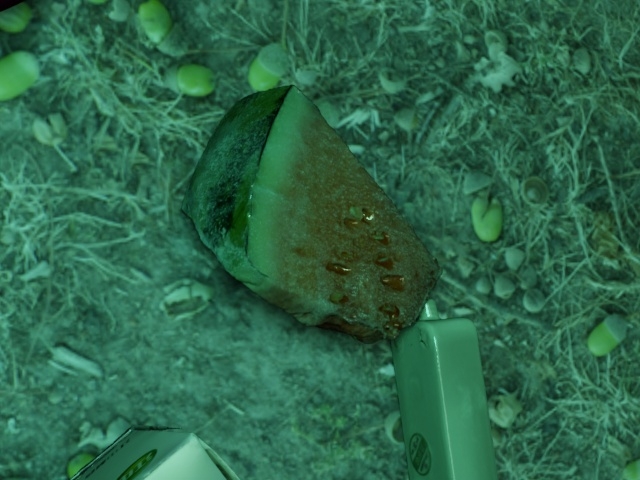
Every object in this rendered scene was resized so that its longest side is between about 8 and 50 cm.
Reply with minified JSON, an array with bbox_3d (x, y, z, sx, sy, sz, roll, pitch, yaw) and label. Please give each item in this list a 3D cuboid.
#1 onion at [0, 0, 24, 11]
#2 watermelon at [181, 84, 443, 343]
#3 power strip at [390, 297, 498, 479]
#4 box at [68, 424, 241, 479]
[{"bbox_3d":[-0.318,-0.377,1.147,0.398,0.420,0.398,9,72,-29],"label":"onion"},{"bbox_3d":[0.000,0.000,1.410,0.256,0.140,0.193,34,67,-27],"label":"watermelon"},{"bbox_3d":[0.132,0.246,1.447,0.062,0.091,0.385,-6,86,-26],"label":"power strip"},{"bbox_3d":[-0.211,0.312,1.245,0.333,0.173,0.145,-40,100,-22],"label":"box"}]
